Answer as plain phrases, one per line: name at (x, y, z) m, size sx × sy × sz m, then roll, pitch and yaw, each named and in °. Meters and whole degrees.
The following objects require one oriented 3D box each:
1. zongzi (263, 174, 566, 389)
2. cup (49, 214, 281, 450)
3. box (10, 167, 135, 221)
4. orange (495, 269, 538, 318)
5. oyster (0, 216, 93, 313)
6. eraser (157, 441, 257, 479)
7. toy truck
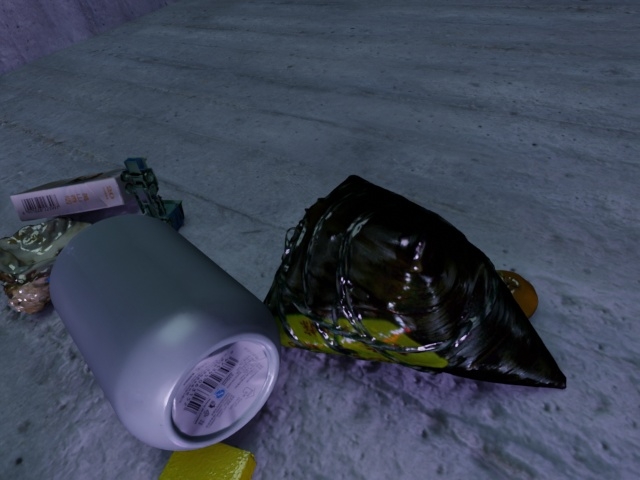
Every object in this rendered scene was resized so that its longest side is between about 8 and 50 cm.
zongzi at (0.127, 0.080, 0.541) m, size 0.319 × 0.362 × 0.383 m, roll -58°, pitch 23°, yaw -12°
cup at (-0.204, 0.110, 0.538) m, size 0.205 × 0.205 × 0.312 m, roll -37°, pitch 44°, yaw -25°
box at (-0.537, -0.110, 0.930) m, size 0.234 × 0.066 × 0.149 m, roll -10°, pitch 23°, yaw 2°
orange at (0.272, 0.079, 0.591) m, size 0.086 × 0.062 × 0.086 m, roll -4°, pitch 45°, yaw 4°
oyster at (-0.538, 0.030, 0.807) m, size 0.214 × 0.083 × 0.223 m, roll 29°, pitch 38°, yaw 25°
eraser at (-0.141, 0.296, 0.465) m, size 0.097 × 0.045 × 0.122 m, roll 6°, pitch 45°, yaw 18°
toy truck at (-0.337, -0.093, 0.825) m, size 0.067 × 0.175 × 0.081 m, roll 2°, pitch 39°, yaw 15°
